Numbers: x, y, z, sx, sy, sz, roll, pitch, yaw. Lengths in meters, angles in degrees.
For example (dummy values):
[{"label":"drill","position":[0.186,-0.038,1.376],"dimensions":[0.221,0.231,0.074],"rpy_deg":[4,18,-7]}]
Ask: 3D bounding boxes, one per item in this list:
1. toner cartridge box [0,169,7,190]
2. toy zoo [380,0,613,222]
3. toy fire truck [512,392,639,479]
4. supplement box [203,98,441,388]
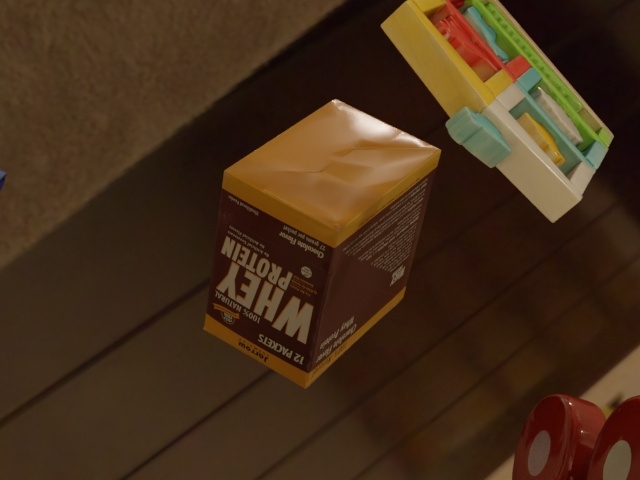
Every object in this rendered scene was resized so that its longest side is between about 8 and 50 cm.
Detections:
[{"label":"toner cartridge box","position":[-0.374,0.093,1.037],"dimensions":[0.075,0.347,0.165],"rpy_deg":[26,6,-10]},{"label":"toy zoo","position":[0.145,-0.118,0.992],"dimensions":[0.030,0.293,0.192],"rpy_deg":[-41,-91,24]},{"label":"toy fire truck","position":[0.241,0.256,0.921],"dimensions":[0.169,0.253,0.302],"rpy_deg":[18,-11,-13]},{"label":"supplement box","position":[0.000,0.000,1.241],"dimensions":[0.129,0.191,0.194],"rpy_deg":[28,-50,22]}]
